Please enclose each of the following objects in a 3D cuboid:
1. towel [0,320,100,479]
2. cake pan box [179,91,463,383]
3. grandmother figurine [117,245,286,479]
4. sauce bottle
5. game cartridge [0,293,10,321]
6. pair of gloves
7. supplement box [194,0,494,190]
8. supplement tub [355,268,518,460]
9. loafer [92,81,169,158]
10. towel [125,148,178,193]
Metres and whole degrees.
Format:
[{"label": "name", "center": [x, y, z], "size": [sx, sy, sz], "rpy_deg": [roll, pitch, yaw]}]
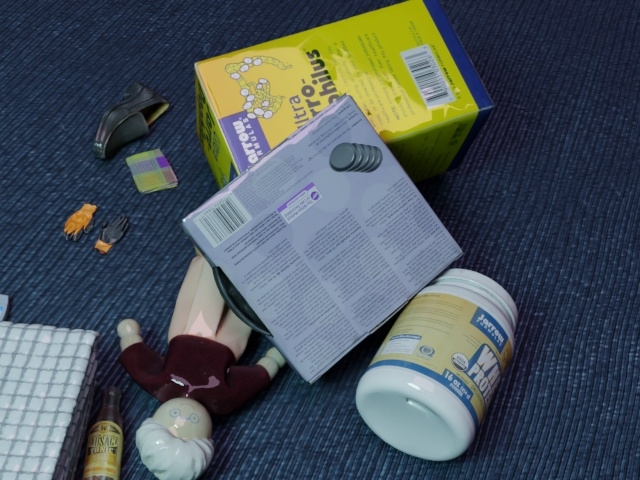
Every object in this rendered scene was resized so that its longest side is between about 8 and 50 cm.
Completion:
[{"label": "towel", "center": [-0.376, 0.224, 0.923], "size": [0.234, 0.121, 0.284], "rpy_deg": [5, 50, 1]}, {"label": "cake pan box", "center": [0.000, 0.000, 1.031], "size": [0.267, 0.070, 0.246], "rpy_deg": [-40, 96, -12]}, {"label": "grandmother figurine", "center": [-0.146, 0.134, 1.037], "size": [0.207, 0.104, 0.342], "rpy_deg": [5, 46, 5]}, {"label": "sauce bottle", "center": [-0.246, 0.228, 0.980], "size": [0.042, 0.042, 0.128], "rpy_deg": [-1, 49, -7]}, {"label": "game cartridge", "center": [-0.430, 0.100, 1.091], "size": [0.055, 0.017, 0.083], "rpy_deg": [11, 49, -1]}, {"label": "pair of gloves", "center": [-0.317, -0.019, 1.211], "size": [0.083, 0.010, 0.074], "rpy_deg": [19, 49, 10]}, {"label": "supplement box", "center": [0.023, -0.169, 1.199], "size": [0.356, 0.194, 0.195], "rpy_deg": [-20, 73, -14]}, {"label": "supplement tub", "center": [0.145, 0.144, 1.025], "size": [0.144, 0.144, 0.200], "rpy_deg": [24, 51, 15]}, {"label": "loafer", "center": [-0.294, -0.183, 1.326], "size": [0.061, 0.062, 0.170], "rpy_deg": [21, 51, 6]}, {"label": "towel", "center": [-0.255, -0.103, 1.292], "size": [0.060, 0.009, 0.083], "rpy_deg": [-18, 52, -19]}]
